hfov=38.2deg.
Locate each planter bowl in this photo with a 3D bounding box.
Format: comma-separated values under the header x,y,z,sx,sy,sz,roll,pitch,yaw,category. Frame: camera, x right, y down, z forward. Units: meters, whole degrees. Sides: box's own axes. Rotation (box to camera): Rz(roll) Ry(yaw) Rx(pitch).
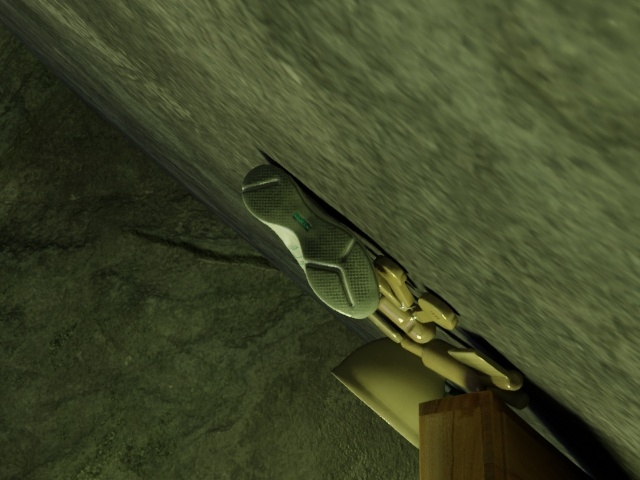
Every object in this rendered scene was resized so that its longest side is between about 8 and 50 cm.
x,y,z,sx,sy,sz,roll,pitch,yaw,category
0.110,0.195,1.287,0.162,0.109,0.162,40,176,3,planter bowl

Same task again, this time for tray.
x,y,z,sx,sy,sz,roll,pitch,yaw,category
0.218,0.308,0.859,0.076,0.202,0.411,-16,144,27,tray

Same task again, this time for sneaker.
x,y,z,sx,sy,sz,roll,pitch,yaw,category
0.000,0.000,0.752,0.152,0.054,0.061,51,-173,17,sneaker

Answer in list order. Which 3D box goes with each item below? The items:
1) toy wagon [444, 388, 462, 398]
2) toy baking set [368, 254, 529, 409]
x,y,z,sx,sy,sz,roll,pitch,yaw,category
0.289,0.336,1.427,0.267,0.068,0.344,41,174,-6,toy wagon
0.078,0.060,0.823,0.196,0.030,0.256,50,165,-30,toy baking set
